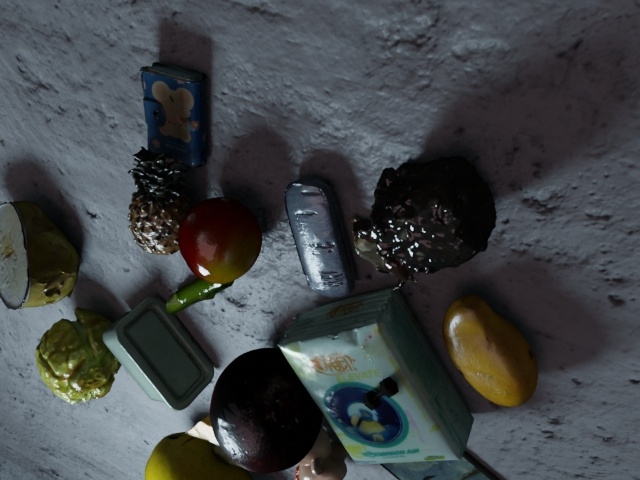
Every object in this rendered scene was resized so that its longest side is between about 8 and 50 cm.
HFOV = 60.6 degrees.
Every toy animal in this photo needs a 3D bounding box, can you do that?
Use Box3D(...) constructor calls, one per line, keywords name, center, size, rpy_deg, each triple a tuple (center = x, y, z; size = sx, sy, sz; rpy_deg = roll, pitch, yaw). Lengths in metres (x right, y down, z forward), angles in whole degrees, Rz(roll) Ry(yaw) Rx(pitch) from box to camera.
Box3D(name="toy animal", center=(-0.009, 0.602, 1.488), size=(0.171, 0.171, 0.198), rpy_deg=(-22, 102, 38))

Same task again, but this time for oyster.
Box3D(name="oyster", center=(0.124, 0.021, 1.107), size=(0.145, 0.045, 0.122), rpy_deg=(9, 122, 15))

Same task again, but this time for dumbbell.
Box3D(name="dumbbell", center=(0.120, 0.309, 1.103), size=(0.040, 0.036, 0.083), rpy_deg=(38, 127, -4))

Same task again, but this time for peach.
Box3D(name="peach", center=(-0.217, -0.008, 1.192), size=(0.197, 0.197, 0.198), rpy_deg=(15, 127, 20))

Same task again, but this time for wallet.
Box3D(name="wallet", center=(-0.304, -0.264, 1.147), size=(0.140, 0.059, 0.202), rpy_deg=(16, 129, 11))

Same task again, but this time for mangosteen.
Box3D(name="mangosteen", center=(-0.143, 0.418, 1.371), size=(0.293, 0.297, 0.297), rpy_deg=(-3, 120, 42))

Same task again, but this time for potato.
Box3D(name="potato", center=(-0.802, 0.041, 1.564), size=(0.246, 0.196, 0.300), rpy_deg=(-17, 83, 34))

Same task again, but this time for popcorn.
Box3D(name="popcorn", center=(-0.728, 0.358, 1.685), size=(0.247, 0.282, 0.282), rpy_deg=(33, 131, 3))

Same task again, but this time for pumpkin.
Box3D(name="pumpkin", center=(-0.249, 0.550, 1.609), size=(0.278, 0.111, 0.163), rpy_deg=(-41, 80, 29))

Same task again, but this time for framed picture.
Box3D(name="framed picture", center=(0.347, 0.640, 1.422), size=(0.347, 0.016, 0.265), rpy_deg=(41, 132, 0))

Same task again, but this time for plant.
Box3D(name="plant", center=(0.177, -0.038, 0.955), size=(0.233, 0.178, 0.204), rpy_deg=(-17, 122, 47))

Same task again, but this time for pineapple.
Box3D(name="pineapple", center=(-0.361, -0.098, 1.204), size=(0.157, 0.158, 0.279), rpy_deg=(23, 141, 14))

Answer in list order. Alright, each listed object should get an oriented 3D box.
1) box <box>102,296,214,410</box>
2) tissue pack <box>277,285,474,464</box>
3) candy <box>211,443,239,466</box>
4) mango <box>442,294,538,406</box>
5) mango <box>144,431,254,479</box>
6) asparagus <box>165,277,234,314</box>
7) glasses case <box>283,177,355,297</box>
Box3D(name="box", center=(-0.483, 0.331, 1.587), size=(0.182, 0.175, 0.312), rpy_deg=(-16, 112, 45))
Box3D(name="tissue pack", center=(0.126, 0.318, 1.232), size=(0.287, 0.162, 0.388), rpy_deg=(-19, 110, 34))
Box3D(name="candy", center=(-0.223, 0.629, 1.678), size=(0.233, 0.104, 0.102), rpy_deg=(-16, 107, 36))
Box3D(name="mango", center=(0.333, 0.212, 1.081), size=(0.157, 0.109, 0.262), rpy_deg=(-15, 108, 46))
Box3D(name="mango", center=(-0.349, 0.789, 1.741), size=(0.445, 0.301, 0.221), rpy_deg=(37, 97, -3))
Box3D(name="asparagus", center=(-0.320, 0.130, 1.425), size=(0.277, 0.060, 0.067), rpy_deg=(-25, 126, 39))
Box3D(name="glasses case", center=(0.000, 0.000, 1.149), size=(0.109, 0.067, 0.283), rpy_deg=(0, 122, 27))
